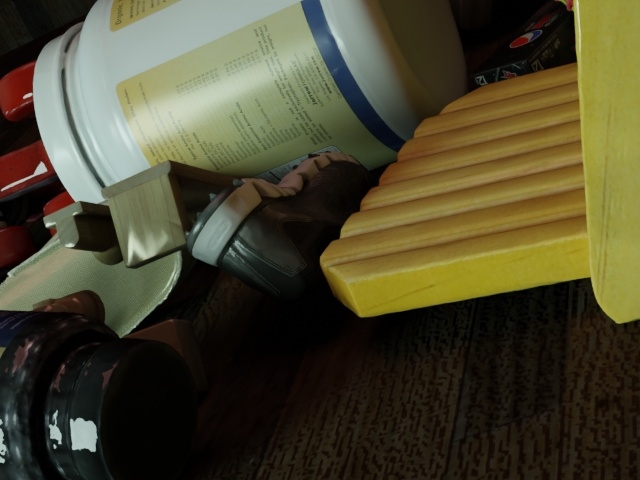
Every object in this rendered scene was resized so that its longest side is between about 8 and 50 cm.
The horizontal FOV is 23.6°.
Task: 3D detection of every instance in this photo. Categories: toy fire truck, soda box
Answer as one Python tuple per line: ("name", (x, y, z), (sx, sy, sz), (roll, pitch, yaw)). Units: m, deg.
("toy fire truck", (-0.286, -0.063, 1.587), (0.302, 0.169, 0.254), (-24, -6, 11))
("soda box", (0.190, -0.154, 1.240), (0.060, 0.053, 0.169), (-12, 23, 43))

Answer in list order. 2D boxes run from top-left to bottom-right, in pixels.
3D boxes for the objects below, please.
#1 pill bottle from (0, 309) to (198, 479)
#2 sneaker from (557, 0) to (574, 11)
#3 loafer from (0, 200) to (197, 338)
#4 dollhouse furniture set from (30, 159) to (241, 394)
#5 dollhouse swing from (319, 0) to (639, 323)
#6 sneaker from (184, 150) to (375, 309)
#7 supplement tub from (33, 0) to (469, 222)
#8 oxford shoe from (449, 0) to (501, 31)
("pill bottle", (-0.190, 0.103, 0.947), (0.219, 0.123, 0.123), (0, 30, 33))
("sneaker", (0.218, -0.192, 1.173), (0.208, 0.081, 0.094), (23, 62, 31))
("loafer", (-0.208, 0.061, 1.181), (0.268, 0.102, 0.092), (-34, 18, 10))
("dollhouse furniture set", (-0.116, 0.046, 1.080), (0.144, 0.151, 0.123), (-21, -13, 22))
("dollhouse swing", (0.158, -0.145, 0.913), (0.305, 0.315, 0.347), (4, 31, 24))
("sneaker", (0.000, 0.000, 1.066), (0.078, 0.106, 0.234), (-56, -13, 21))
("supplement tub", (-0.059, -0.141, 1.291), (0.316, 0.228, 0.228), (-20, 19, 24))
("oxford shoe", (0.150, -0.360, 1.648), (0.130, 0.169, 0.449), (8, 34, 9))
